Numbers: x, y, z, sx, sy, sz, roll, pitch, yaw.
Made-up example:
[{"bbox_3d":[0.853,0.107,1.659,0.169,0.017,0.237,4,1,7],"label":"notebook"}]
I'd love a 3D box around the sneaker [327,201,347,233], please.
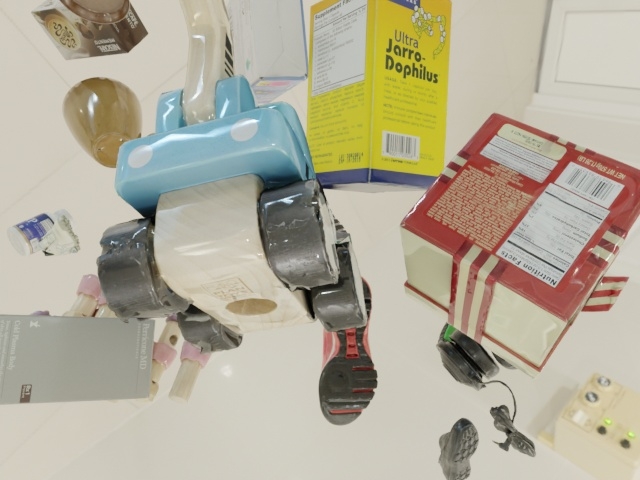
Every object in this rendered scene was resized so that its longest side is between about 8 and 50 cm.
[{"bbox_3d":[0.000,0.000,1.446,0.107,0.281,0.162,-5,144,-22],"label":"sneaker"}]

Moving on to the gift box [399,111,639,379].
[{"bbox_3d":[0.287,0.009,0.677,0.276,0.255,0.258,-43,150,-14],"label":"gift box"}]

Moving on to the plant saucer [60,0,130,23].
[{"bbox_3d":[-0.532,-0.582,1.133,0.168,0.168,0.029,27,55,-45],"label":"plant saucer"}]

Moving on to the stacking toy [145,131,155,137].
[{"bbox_3d":[-0.479,-0.264,1.726,0.330,0.141,0.141,19,96,-59],"label":"stacking toy"}]

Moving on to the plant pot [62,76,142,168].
[{"bbox_3d":[-0.649,-0.334,1.486,0.237,0.254,0.237,-17,137,-17],"label":"plant pot"}]

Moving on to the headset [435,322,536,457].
[{"bbox_3d":[0.379,0.251,1.032,0.185,0.243,0.394,50,28,-11],"label":"headset"}]

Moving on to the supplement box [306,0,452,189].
[{"bbox_3d":[0.106,-0.274,0.923,0.195,0.194,0.356,0,94,-36],"label":"supplement box"}]

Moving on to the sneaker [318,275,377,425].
[{"bbox_3d":[0.059,0.220,1.015,0.116,0.136,0.313,4,89,0],"label":"sneaker"}]

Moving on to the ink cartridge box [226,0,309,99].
[{"bbox_3d":[-0.184,-0.551,1.397,0.151,0.395,0.269,-7,97,-26],"label":"ink cartridge box"}]

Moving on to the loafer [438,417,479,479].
[{"bbox_3d":[0.291,0.453,1.061,0.076,0.078,0.223,-23,132,-20],"label":"loafer"}]

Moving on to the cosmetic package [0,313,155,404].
[{"bbox_3d":[-0.379,0.177,0.731,0.238,0.107,0.127,4,77,-25],"label":"cosmetic package"}]

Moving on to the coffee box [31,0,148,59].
[{"bbox_3d":[-0.713,-0.674,1.507,0.118,0.297,0.168,-65,148,-33],"label":"coffee box"}]

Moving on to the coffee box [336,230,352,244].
[{"bbox_3d":[-0.026,0.031,1.063,0.184,0.113,0.040,-36,126,-38],"label":"coffee box"}]

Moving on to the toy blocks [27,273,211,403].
[{"bbox_3d":[-0.418,0.174,1.043,0.288,0.309,0.260,49,41,-38],"label":"toy blocks"}]

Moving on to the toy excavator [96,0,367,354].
[{"bbox_3d":[-0.116,-0.137,0.559,0.222,0.445,0.433,-13,151,9],"label":"toy excavator"}]

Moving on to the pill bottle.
[{"bbox_3d":[-0.948,-0.033,1.659,0.187,0.112,0.112,-39,132,-44],"label":"pill bottle"}]

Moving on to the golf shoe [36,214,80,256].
[{"bbox_3d":[-0.616,0.001,1.135,0.086,0.176,0.069,-25,79,-30],"label":"golf shoe"}]
